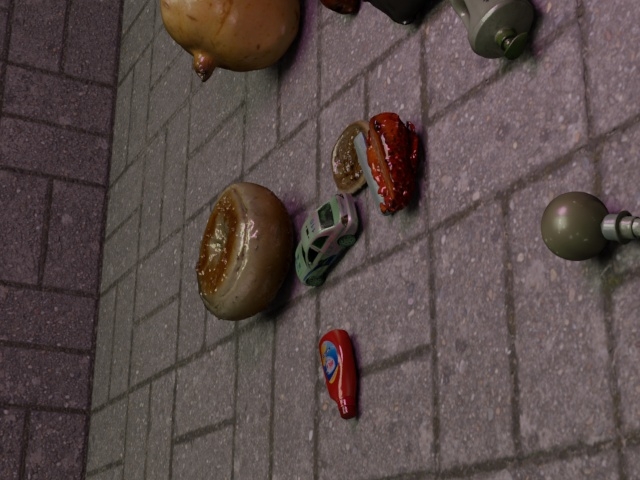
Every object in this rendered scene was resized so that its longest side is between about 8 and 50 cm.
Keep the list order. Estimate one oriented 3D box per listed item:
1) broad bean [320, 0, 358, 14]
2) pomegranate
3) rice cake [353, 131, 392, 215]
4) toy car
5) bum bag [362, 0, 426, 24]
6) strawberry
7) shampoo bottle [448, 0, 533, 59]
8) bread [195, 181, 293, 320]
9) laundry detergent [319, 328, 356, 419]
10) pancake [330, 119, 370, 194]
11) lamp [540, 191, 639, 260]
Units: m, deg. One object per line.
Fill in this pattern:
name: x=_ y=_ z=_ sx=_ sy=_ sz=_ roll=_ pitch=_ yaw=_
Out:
broad bean: x=0.043 y=-0.548 z=2.133 sx=0.114 sy=0.084 sz=0.165 roll=-1 pitch=73 yaw=47
pomegranate: x=-0.218 y=-0.523 z=2.366 sx=0.342 sy=0.343 sz=0.342 roll=-33 pitch=52 yaw=56
rice cake: x=0.101 y=-0.124 z=1.889 sx=0.042 sy=0.030 sz=0.180 roll=-45 pitch=48 yaw=34
toy car: x=0.000 y=0.000 z=2.016 sx=0.224 sy=0.076 sz=0.090 roll=-53 pitch=38 yaw=42
bum bag: x=0.183 y=-0.485 z=1.808 sx=0.326 sy=0.080 sz=0.142 roll=-28 pitch=91 yaw=56
strawberry: x=0.132 y=-0.136 z=1.816 sx=0.121 sy=0.082 sz=0.188 roll=110 pitch=150 yaw=-65
shampoo bottle: x=0.264 y=-0.361 z=1.608 sx=0.118 sy=0.087 sz=0.234 roll=-55 pitch=36 yaw=35
bread: x=-0.160 y=0.026 z=2.233 sx=0.306 sy=0.159 sz=0.305 roll=-25 pitch=60 yaw=55
laundry detergent: x=0.034 y=0.251 z=1.885 sx=0.097 sy=0.049 sz=0.165 roll=121 pitch=147 yaw=-49
pancake: x=0.065 y=-0.159 z=1.999 sx=0.152 sy=0.025 sz=0.151 roll=-26 pitch=58 yaw=50
lamp: x=0.359 y=-0.018 z=1.309 sx=0.163 sy=0.091 sz=0.090 roll=1 pitch=81 yaw=49
